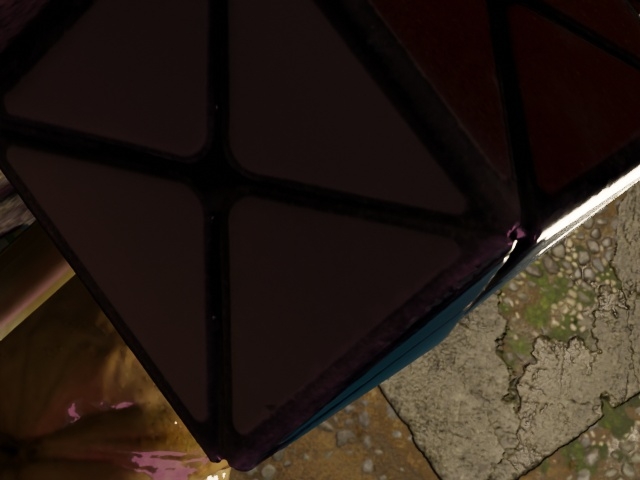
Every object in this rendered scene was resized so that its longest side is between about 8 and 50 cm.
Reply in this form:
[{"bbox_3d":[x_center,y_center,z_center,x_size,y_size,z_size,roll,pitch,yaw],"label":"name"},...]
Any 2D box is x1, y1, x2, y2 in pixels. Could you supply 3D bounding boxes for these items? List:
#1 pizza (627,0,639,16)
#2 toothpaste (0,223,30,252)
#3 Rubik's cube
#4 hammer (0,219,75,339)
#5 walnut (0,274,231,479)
[{"bbox_3d":[0.186,-0.208,1.255,0.154,0.194,0.069,-34,-171,10],"label":"pizza"},{"bbox_3d":[-0.268,0.043,1.430,0.164,0.034,0.046,-32,170,-33],"label":"toothpaste"},{"bbox_3d":[0.014,-0.065,1.091,0.260,0.255,0.259,-40,172,38],"label":"Rubik's cube"},{"bbox_3d":[-0.235,0.056,1.328,0.305,0.113,0.202,-46,158,-15],"label":"hammer"},{"bbox_3d":[-0.194,0.159,1.627,0.285,0.296,0.285,5,-178,0],"label":"walnut"}]
